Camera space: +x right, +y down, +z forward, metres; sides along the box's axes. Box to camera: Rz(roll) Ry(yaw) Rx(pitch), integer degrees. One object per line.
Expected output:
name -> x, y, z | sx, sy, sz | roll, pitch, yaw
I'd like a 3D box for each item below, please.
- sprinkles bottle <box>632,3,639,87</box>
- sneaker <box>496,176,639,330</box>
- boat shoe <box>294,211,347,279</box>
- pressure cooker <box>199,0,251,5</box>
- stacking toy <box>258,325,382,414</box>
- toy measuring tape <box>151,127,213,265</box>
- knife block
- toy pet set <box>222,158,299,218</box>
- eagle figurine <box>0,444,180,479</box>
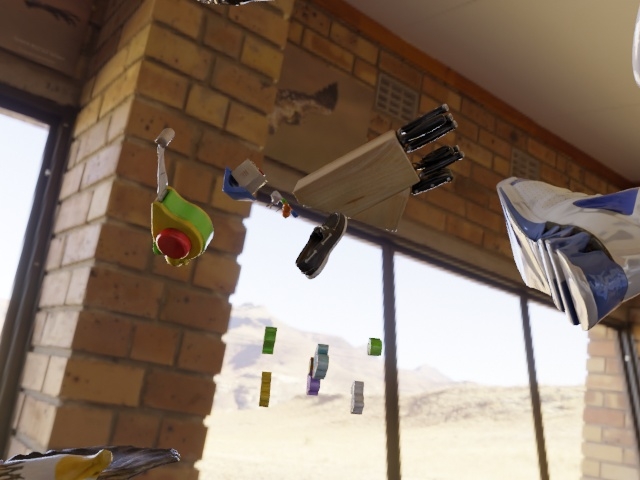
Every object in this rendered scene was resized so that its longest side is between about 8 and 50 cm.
sprinkles bottle -> 0.353, -0.101, 0.302 | 0.355, 0.121, 0.121 | 23, -4, 36
sneaker -> 0.343, -0.006, 0.769 | 0.182, 0.127, 0.315 | -18, 18, 5
boat shoe -> 0.000, 0.000, 0.949 | 0.038, 0.125, 0.046 | 45, -30, -26
pressure cooker -> -0.050, -0.502, 0.625 | 0.376, 0.370, 0.420 | -23, -49, -7
stacking toy -> -0.006, 0.198, 0.937 | 0.167, 0.052, 0.221 | 6, -36, -4
toy measuring tape -> -0.264, -0.063, 1.224 | 0.121, 0.121, 0.330 | 11, -47, -5
knife block -> 0.111, -0.152, 1.150 | 0.276, 0.242, 0.088 | 16, 18, -1
toy pet set -> -0.111, -0.078, 1.064 | 0.122, 0.065, 0.114 | 50, 2, 25
eagle figurine -> -0.215, 0.198, 0.425 | 0.225, 0.226, 0.298 | -1, -38, 29
